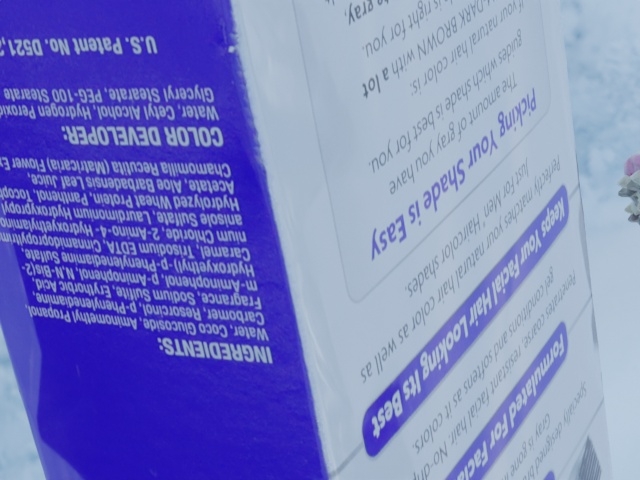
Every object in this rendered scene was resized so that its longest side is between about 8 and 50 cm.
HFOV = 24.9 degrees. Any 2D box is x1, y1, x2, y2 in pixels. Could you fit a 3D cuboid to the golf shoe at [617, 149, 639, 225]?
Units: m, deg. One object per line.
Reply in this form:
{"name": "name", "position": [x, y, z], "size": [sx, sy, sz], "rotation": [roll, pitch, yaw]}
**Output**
{"name": "golf shoe", "position": [0.249, -0.015, 0.787], "size": [0.140, 0.115, 0.306], "rotation": [-37, 159, 9]}

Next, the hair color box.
{"name": "hair color box", "position": [0.000, 0.000, 0.434], "size": [0.185, 0.110, 0.338], "rotation": [-42, 127, -51]}
